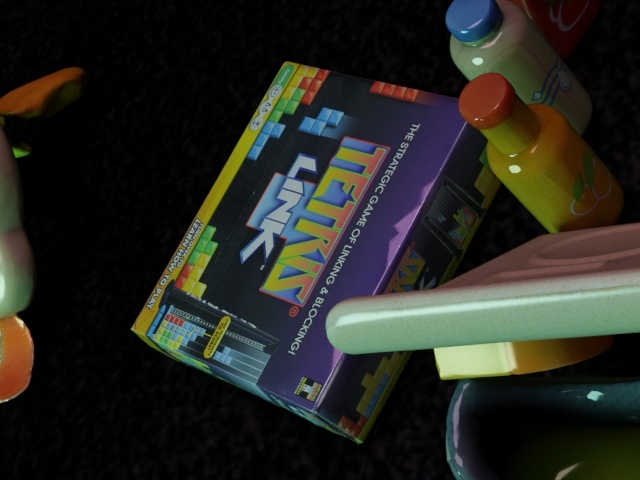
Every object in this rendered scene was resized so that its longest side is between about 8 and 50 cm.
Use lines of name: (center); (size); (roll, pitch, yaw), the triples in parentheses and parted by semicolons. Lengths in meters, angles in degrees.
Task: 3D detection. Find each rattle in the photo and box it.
rattle: (-0.180, -0.002, 0.896); (0.130, 0.143, 0.199); (-39, 73, 25)

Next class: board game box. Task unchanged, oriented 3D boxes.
board game box: (0.000, 0.000, 0.737); (0.141, 0.048, 0.170); (17, 74, 44)

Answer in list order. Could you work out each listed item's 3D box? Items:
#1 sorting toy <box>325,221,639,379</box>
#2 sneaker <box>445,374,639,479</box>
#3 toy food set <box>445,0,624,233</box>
sorting toy: (0.133, 0.016, 0.532); (0.193, 0.208, 0.038); (-7, 93, 35)
sneaker: (0.165, 0.106, 0.485); (0.300, 0.121, 0.111); (3, 65, 39)
toy food set: (0.133, -0.126, 0.673); (0.111, 0.104, 0.232); (31, 84, 45)
